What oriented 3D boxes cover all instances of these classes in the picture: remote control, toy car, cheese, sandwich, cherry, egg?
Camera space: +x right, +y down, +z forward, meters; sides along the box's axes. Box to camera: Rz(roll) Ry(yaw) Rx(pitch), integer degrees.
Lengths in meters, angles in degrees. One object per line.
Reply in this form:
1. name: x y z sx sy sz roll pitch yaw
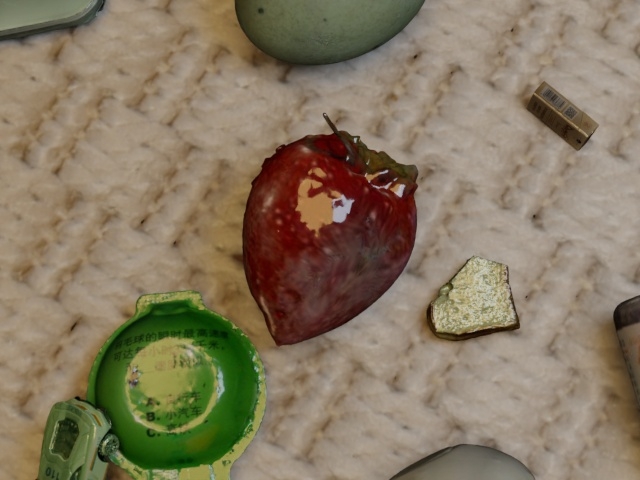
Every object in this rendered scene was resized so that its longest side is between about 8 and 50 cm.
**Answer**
1. remote control: -0.388 -0.297 1.272 0.247 0.052 0.104 -10 76 0
2. toy car: -0.273 0.263 1.110 0.093 0.058 0.186 17 97 33
3. cheese: -0.157 0.212 1.136 0.204 0.083 0.320 -6 75 -1
4. sandwich: 0.170 0.068 1.180 0.105 0.036 0.093 -14 78 0
5. cherry: 0.000 0.000 1.130 0.175 0.192 0.249 19 89 44
6. egg: 0.016 -0.294 1.196 0.236 0.169 0.169 -22 78 -8

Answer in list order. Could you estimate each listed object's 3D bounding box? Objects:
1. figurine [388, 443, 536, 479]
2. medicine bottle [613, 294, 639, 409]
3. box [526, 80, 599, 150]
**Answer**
1. figurine: 0.223 0.385 1.052 0.274 0.226 0.394 -26 82 -33
2. medicine bottle: 0.423 0.178 1.082 0.165 0.165 0.273 -13 80 -1
3. box: 0.284 -0.146 1.213 0.083 0.053 0.024 40 82 9
